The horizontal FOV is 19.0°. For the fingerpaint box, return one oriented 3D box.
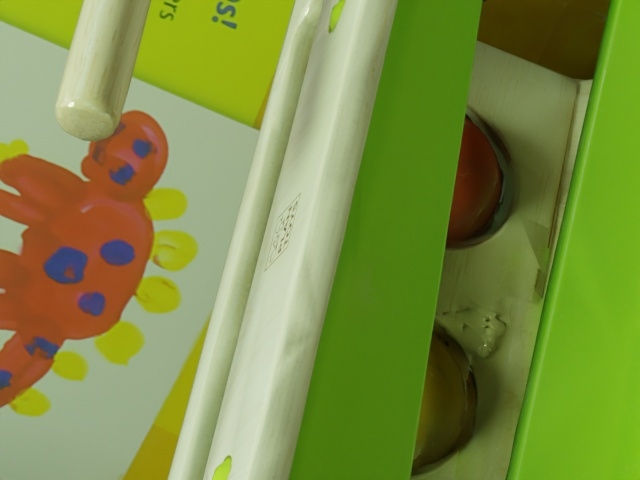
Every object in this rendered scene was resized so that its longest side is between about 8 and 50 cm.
[{"bbox_3d":[-0.068,-0.127,0.721,0.163,0.371,0.445,-93,24,-61],"label":"fingerpaint box"}]

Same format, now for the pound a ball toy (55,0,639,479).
[{"bbox_3d":[0.000,0.000,0.557,0.136,0.208,0.319,129,157,-58],"label":"pound a ball toy"}]
